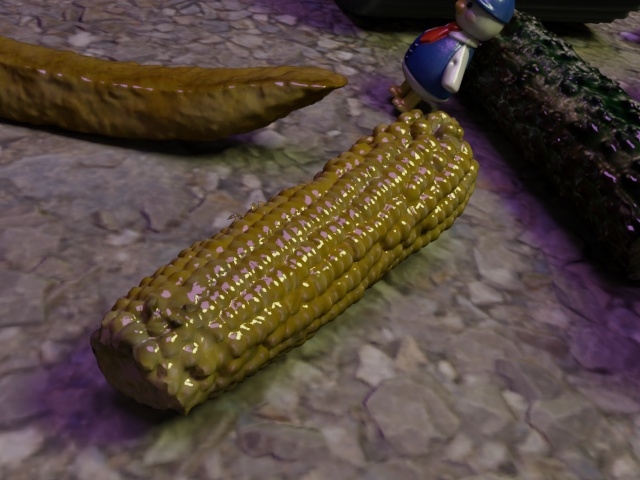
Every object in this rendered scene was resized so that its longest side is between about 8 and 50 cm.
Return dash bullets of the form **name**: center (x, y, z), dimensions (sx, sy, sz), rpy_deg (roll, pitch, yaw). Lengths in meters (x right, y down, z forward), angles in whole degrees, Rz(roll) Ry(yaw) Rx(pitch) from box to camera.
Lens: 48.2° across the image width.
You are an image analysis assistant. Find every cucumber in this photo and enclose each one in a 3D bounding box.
- **cucumber**: center (0.193, -0.114, 0.594), dimensions (0.096, 0.096, 0.359), rpy_deg (-3, 41, -17)

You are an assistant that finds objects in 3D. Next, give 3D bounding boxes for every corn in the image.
- **corn**: center (0.000, 0.000, 0.413), dimensions (0.086, 0.086, 0.288), rpy_deg (32, 45, 25)

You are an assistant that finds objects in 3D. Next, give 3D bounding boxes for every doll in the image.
- **doll**: center (0.114, -0.167, 0.609), dimensions (0.057, 0.143, 0.099), rpy_deg (26, 36, -27)

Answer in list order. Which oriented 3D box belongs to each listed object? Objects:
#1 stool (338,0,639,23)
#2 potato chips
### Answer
- **stool**: center (0.184, -0.383, 0.784), dimensions (0.330, 0.297, 0.297), rpy_deg (-8, 42, -16)
- **potato chips**: center (-0.186, -0.124, 0.530), dimensions (0.406, 0.080, 0.057), rpy_deg (12, 22, 4)
